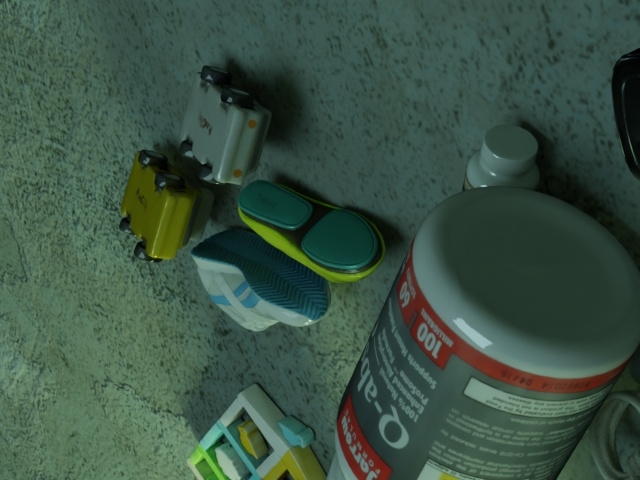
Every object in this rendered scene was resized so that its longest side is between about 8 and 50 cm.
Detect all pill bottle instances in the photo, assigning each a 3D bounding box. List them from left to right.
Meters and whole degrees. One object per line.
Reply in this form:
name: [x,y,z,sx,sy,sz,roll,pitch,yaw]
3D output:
pill bottle: [0.132,0.144,1.544,0.210,0.210,0.363,45,136,24]
pill bottle: [0.162,-0.044,1.556,0.067,0.067,0.120,41,143,29]

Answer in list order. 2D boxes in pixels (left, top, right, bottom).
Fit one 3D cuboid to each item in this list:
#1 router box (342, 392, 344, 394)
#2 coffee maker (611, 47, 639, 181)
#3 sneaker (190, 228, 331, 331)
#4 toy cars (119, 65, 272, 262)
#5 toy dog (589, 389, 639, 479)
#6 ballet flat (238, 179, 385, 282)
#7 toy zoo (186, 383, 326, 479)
router box: [0.096,0.158,1.782,0.122,0.092,0.038,-1,113,54]
coffee maker: [0.292,-0.106,1.218,0.171,0.178,0.120,-23,94,58]
sneaker: [-0.056,0.056,1.939,0.228,0.087,0.092,24,140,54]
toy cars: [-0.130,-0.077,1.920,0.393,0.087,0.176,137,139,-56]
toy dog: [0.247,0.308,1.510,0.220,0.161,0.334,33,114,39]
ballet flat: [0.000,0.000,1.830,0.231,0.077,0.077,28,157,45]
toy zoo: [-0.069,0.301,2.186,0.192,0.030,0.293,54,148,10]
